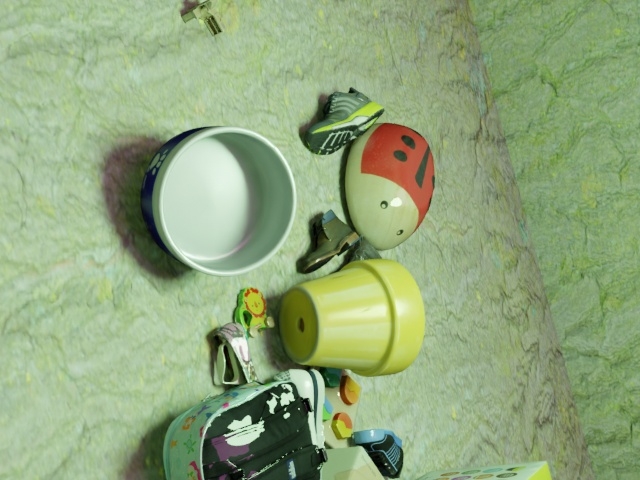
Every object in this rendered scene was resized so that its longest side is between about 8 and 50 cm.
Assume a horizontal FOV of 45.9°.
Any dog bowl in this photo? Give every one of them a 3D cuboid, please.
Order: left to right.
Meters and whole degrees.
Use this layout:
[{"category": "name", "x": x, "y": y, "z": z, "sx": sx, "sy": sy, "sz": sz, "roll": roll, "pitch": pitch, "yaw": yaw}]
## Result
[{"category": "dog bowl", "x": -0.181, "y": -0.073, "z": 1.352, "sx": 0.265, "sy": 0.104, "sz": 0.264, "roll": -6, "pitch": 101, "yaw": -31}]

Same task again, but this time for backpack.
[{"category": "backpack", "x": -0.141, "y": 0.360, "z": 1.252, "sx": 0.254, "sy": 0.191, "sz": 0.225, "roll": -17, "pitch": 93, "yaw": -55}]

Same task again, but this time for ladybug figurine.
[{"category": "ladybug figurine", "x": 0.207, "y": -0.168, "z": 2.083, "sx": 0.305, "sy": 0.162, "sz": 0.449, "roll": 53, "pitch": 37, "yaw": -31}]

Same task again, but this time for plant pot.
[{"category": "plant pot", "x": 0.051, "y": 0.169, "z": 1.601, "sx": 0.239, "sy": 0.254, "sz": 0.253, "roll": -1, "pitch": 76, "yaw": -33}]

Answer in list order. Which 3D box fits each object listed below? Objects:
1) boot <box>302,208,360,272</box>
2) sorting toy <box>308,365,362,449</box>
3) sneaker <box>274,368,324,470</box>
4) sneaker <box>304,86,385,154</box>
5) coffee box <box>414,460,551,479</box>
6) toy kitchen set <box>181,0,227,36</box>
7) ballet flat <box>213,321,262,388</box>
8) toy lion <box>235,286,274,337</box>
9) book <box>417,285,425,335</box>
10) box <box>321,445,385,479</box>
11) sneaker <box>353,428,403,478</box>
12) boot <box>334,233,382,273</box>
[{"category": "boot", "x": 0.000, "y": 0.000, "z": 1.785, "sx": 0.106, "sy": 0.082, "sz": 0.219, "roll": 52, "pitch": 35, "yaw": 6}, {"category": "sorting toy", "x": 0.031, "y": 0.357, "z": 1.681, "sx": 0.208, "sy": 0.038, "sz": 0.193, "roll": 51, "pitch": 37, "yaw": -33}, {"category": "sneaker", "x": -0.049, "y": 0.376, "z": 1.516, "sx": 0.095, "sy": 0.090, "sz": 0.234, "roll": 2, "pitch": 82, "yaw": -29}, {"category": "sneaker", "x": 0.042, "y": -0.314, "z": 1.959, "sx": 0.121, "sy": 0.111, "sz": 0.300, "roll": 44, "pitch": 39, "yaw": 10}, {"category": "coffee box", "x": 0.369, "y": 0.733, "z": 1.767, "sx": 0.338, "sy": 0.335, "sz": 0.337, "roll": 1, "pitch": 76, "yaw": -58}, {"category": "toy kitchen set", "x": -0.233, "y": -0.469, "z": 1.602, "sx": 0.075, "sy": 0.068, "sz": 0.083, "roll": 60, "pitch": 34, "yaw": -22}, {"category": "ballet flat", "x": -0.150, "y": 0.264, "z": 1.412, "sx": 0.079, "sy": 0.077, "sz": 0.221, "roll": -18, "pitch": 87, "yaw": -41}, {"category": "toy lion", "x": -0.139, "y": 0.142, "z": 1.517, "sx": 0.100, "sy": 0.034, "sz": 0.096, "roll": -26, "pitch": 92, "yaw": -58}, {"category": "book", "x": 0.262, "y": 0.195, "z": 2.136, "sx": 0.096, "sy": 0.035, "sz": 0.144, "roll": 22, "pitch": 59, "yaw": -57}, {"category": "box", "x": 0.020, "y": 0.572, "z": 1.484, "sx": 0.148, "sy": 0.121, "sz": 0.311, "roll": 58, "pitch": 35, "yaw": -24}, {"category": "sneaker", "x": 0.141, "y": 0.491, "z": 1.737, "sx": 0.232, "sy": 0.082, "sz": 0.090, "roll": 41, "pitch": 40, "yaw": -55}, {"category": "boot", "x": 0.124, "y": 0.134, "z": 1.882, "sx": 0.229, "sy": 0.091, "sz": 0.262, "roll": -42, "pitch": 111, "yaw": -56}]
